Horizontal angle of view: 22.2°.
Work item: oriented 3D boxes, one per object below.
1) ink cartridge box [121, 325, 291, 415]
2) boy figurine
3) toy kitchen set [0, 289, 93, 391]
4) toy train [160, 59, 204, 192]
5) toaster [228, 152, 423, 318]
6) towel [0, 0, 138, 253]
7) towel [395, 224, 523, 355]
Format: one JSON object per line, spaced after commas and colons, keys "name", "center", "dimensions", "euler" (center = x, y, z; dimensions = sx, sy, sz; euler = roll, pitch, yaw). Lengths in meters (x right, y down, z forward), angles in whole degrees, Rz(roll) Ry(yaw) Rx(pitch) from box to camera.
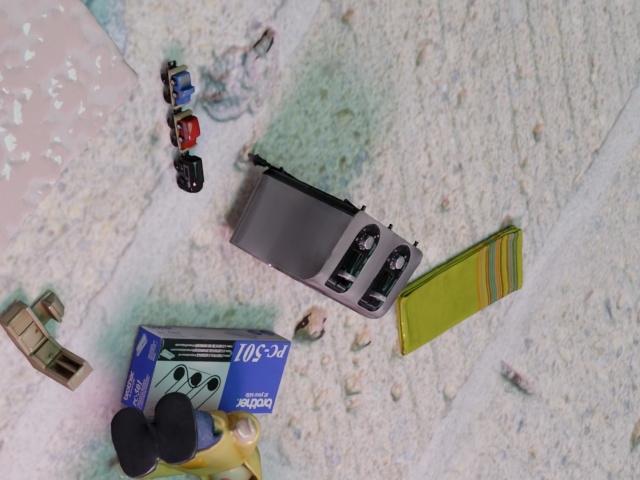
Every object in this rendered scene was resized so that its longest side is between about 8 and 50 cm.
{"name": "ink cartridge box", "center": [-0.133, 0.155, 1.939], "dimensions": [0.207, 0.046, 0.097], "euler": [6, 103, -46]}
{"name": "boy figurine", "center": [-0.148, 0.246, 1.895], "dimensions": [0.177, 0.092, 0.285], "euler": [-19, 159, 10]}
{"name": "toy kitchen set", "center": [-0.283, 0.100, 1.749], "dimensions": [0.068, 0.075, 0.083], "euler": [-48, 138, -21]}
{"name": "toy train", "center": [-0.151, -0.124, 1.815], "dimensions": [0.027, 0.036, 0.158], "euler": [-27, 123, -35]}
{"name": "toaster", "center": [0.000, 0.000, 1.925], "dimensions": [0.168, 0.186, 0.110], "euler": [33, 85, -54]}
{"name": "towel", "center": [-0.363, -0.149, 1.565], "dimensions": [0.332, 0.053, 0.317], "euler": [-53, 129, -20]}
{"name": "towel", "center": [0.195, 0.068, 2.243], "dimensions": [0.237, 0.021, 0.102], "euler": [-28, 123, -34]}
